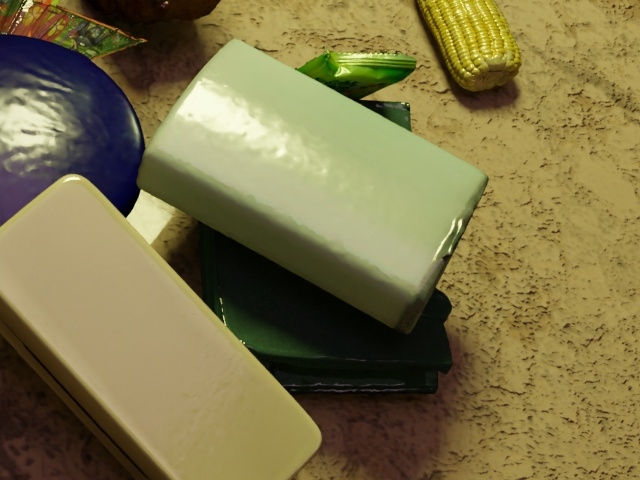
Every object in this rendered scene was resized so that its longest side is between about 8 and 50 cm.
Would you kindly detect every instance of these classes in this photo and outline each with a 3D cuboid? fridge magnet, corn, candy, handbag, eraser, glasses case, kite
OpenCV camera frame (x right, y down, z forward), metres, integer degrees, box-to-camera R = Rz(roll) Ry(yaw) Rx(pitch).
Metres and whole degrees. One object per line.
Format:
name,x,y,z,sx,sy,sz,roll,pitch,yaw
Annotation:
fridge magnet,-0.298,-0.084,1.825,0.265,0.112,0.265,8,54,-11
corn,0.158,-0.238,2.101,0.085,0.063,0.165,-25,60,-3
candy,0.020,-0.163,1.943,0.102,0.178,0.032,3,82,-20
handbag,-0.001,0.000,1.868,0.238,0.089,0.326,4,53,-14
eraser,-0.002,-0.054,1.788,0.290,0.104,0.189,29,54,6
glasses case,-0.159,0.106,1.696,0.144,0.076,0.336,-41,88,-26
kite,-0.286,-0.212,1.952,0.241,0.014,0.183,16,64,25

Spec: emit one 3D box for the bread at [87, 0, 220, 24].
bread,-0.168,-0.343,1.985,0.135,0.232,0.246,2,46,-30
